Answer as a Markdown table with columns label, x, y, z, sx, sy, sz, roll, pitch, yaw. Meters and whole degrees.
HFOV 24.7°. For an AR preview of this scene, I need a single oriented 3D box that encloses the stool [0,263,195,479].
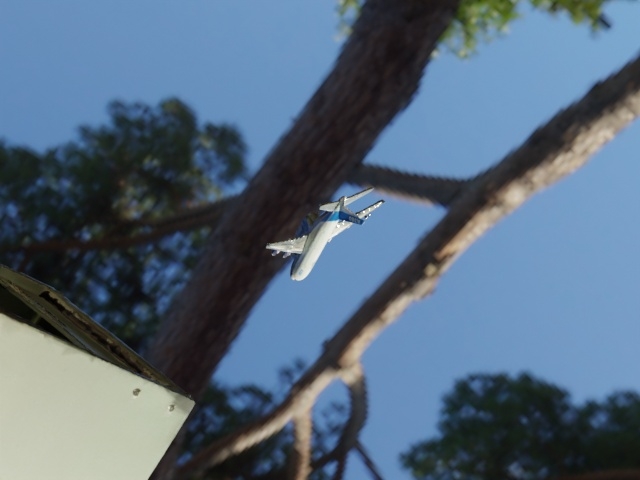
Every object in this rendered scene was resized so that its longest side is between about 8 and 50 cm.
| label | x | y | z | sx | sy | sz | roll | pitch | yaw |
| --- | --- | --- | --- | --- | --- | --- | --- | --- | --- |
| stool | -0.299 | 0.121 | 1.289 | 0.243 | 0.170 | 0.270 | 31 | 178 | 40 |

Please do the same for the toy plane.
| label | x | y | z | sx | sy | sz | roll | pitch | yaw |
| --- | --- | --- | --- | --- | --- | --- | --- | --- | --- |
| toy plane | -0.001 | -0.003 | 0.769 | 0.078 | 0.084 | 0.024 | -21 | -103 | -33 |
